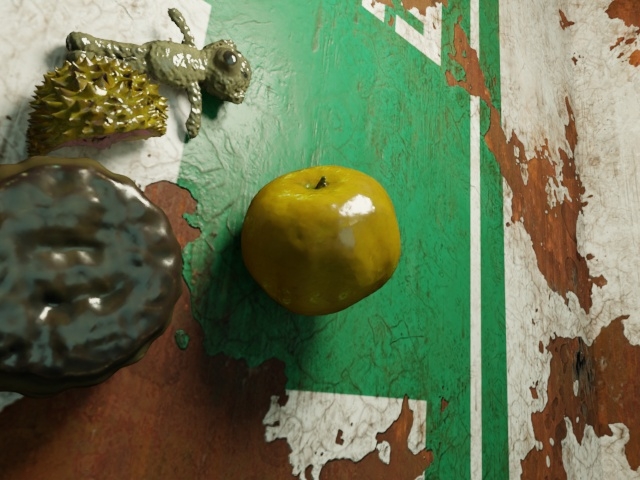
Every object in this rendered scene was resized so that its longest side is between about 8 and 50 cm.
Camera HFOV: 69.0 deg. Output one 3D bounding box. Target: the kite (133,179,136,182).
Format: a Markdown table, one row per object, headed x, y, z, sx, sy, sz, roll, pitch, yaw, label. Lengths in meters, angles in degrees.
| x | y | z | sx | sy | sz | roll | pitch | yaw | label |
| --- | --- | --- | --- | --- | --- | --- | --- | --- | --- |
| -0.363 | 0.030 | 0.649 | 0.323 | 0.013 | 0.268 | -48 | 112 | -34 | kite |

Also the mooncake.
| x | y | z | sx | sy | sz | roll | pitch | yaw | label |
| --- | --- | --- | --- | --- | --- | --- | --- | --- | --- |
| -0.318 | 0.045 | 0.572 | 0.290 | 0.161 | 0.291 | 6 | 80 | -37 | mooncake |

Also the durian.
| x | y | z | sx | sy | sz | roll | pitch | yaw | label |
| --- | --- | --- | --- | --- | --- | --- | --- | --- | --- |
| -0.316 | -0.183 | 0.671 | 0.182 | 0.132 | 0.165 | 6 | 56 | -17 | durian |

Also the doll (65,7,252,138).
| x | y | z | sx | sy | sz | roll | pitch | yaw | label |
| --- | --- | --- | --- | --- | --- | --- | --- | --- | --- |
| -0.251 | -0.304 | 0.777 | 0.285 | 0.091 | 0.203 | 22 | 63 | -28 | doll |

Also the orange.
| x | y | z | sx | sy | sz | roll | pitch | yaw | label |
| --- | --- | --- | --- | --- | --- | --- | --- | --- | --- |
| 0.000 | 0.000 | 0.806 | 0.279 | 0.278 | 0.235 | -34 | 132 | -39 | orange |
